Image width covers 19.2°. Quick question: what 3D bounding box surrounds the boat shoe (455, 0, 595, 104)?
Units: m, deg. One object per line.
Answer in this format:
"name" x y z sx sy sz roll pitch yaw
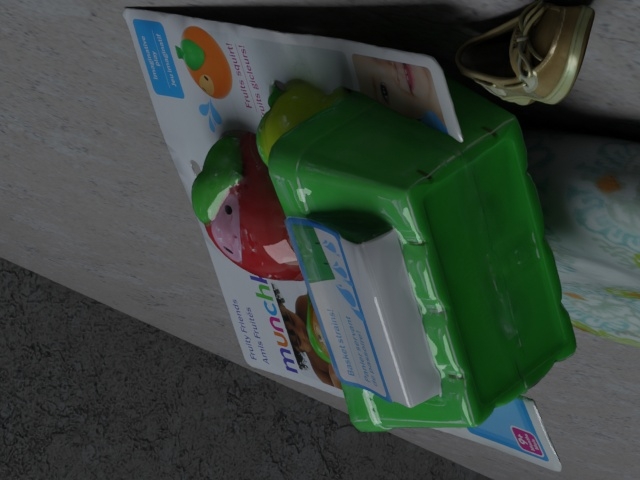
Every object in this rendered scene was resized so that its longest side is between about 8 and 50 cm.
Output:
"boat shoe" 0.121 -0.113 1.128 0.048 0.056 0.153 17 177 -9

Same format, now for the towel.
"towel" 0.243 0.010 1.450 0.320 0.090 0.374 9 166 38

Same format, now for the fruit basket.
"fruit basket" 0.000 0.000 1.346 0.353 0.165 0.327 11 128 44
